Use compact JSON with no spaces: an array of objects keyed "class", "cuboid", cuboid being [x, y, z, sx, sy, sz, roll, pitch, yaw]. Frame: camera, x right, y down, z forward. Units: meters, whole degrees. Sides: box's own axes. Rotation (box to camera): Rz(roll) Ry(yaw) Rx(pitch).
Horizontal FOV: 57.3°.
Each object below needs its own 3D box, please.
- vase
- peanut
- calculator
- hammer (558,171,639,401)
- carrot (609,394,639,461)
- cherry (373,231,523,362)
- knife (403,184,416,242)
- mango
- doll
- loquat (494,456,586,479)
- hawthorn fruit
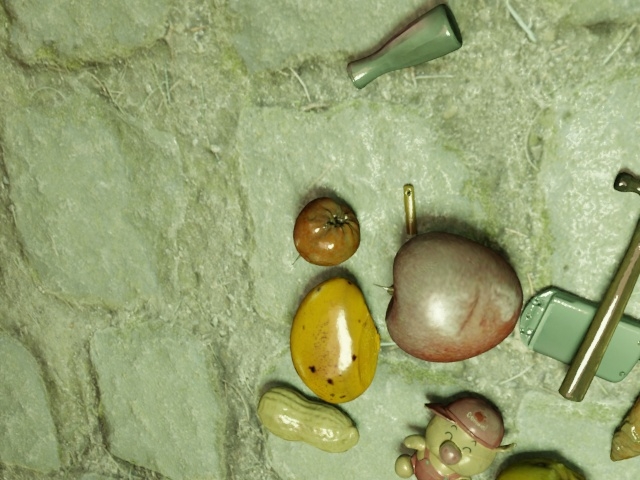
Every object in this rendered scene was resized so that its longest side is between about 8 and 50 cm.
[{"class":"vase","cuboid":[0.153,-0.357,1.109,0.214,0.086,0.086,-20,99,29]},{"class":"peanut","cuboid":[-0.031,0.440,1.417,0.257,0.123,0.123,20,113,8]},{"class":"calculator","cuboid":[0.524,0.191,1.168,0.246,0.045,0.141,21,113,12]},{"class":"hammer","cuboid":[0.551,0.102,1.095,0.168,0.044,0.439,22,104,13]},{"class":"carrot","cuboid":[0.651,0.355,1.162,0.102,0.102,0.263,29,120,9]},{"class":"cherry","cuboid":[0.255,0.116,1.148,0.308,0.221,0.261,5,108,-4]},{"class":"knife","cuboid":[0.203,0.008,1.239,0.046,0.022,0.256,-3,106,14]},{"class":"mango","cuboid":[0.026,0.215,1.300,0.191,0.160,0.290,10,106,26]},{"class":"doll","cuboid":[0.288,0.455,1.284,0.196,0.152,0.255,27,110,-4]},{"class":"loquat","cuboid":[0.455,0.583,1.240,0.213,0.213,0.246,37,116,5]},{"class":"hawthorn fruit","cuboid":[0.004,-0.017,1.256,0.189,0.149,0.149,-8,109,63]}]
